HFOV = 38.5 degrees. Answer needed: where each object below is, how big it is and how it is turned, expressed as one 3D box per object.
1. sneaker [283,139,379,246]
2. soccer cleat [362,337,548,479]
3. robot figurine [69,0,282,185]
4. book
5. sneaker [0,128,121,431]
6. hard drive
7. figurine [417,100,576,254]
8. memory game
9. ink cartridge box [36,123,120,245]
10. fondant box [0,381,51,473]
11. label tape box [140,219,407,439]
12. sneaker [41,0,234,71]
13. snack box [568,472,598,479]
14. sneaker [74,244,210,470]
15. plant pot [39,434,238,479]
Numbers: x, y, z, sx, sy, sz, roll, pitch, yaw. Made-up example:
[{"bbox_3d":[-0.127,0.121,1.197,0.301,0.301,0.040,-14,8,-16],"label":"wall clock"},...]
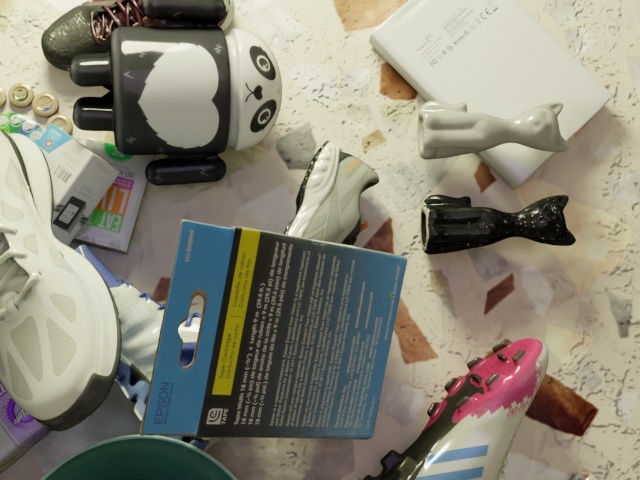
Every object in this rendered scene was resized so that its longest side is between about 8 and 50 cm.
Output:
[{"bbox_3d":[0.000,0.000,1.244,0.108,0.100,0.272,23,77,-5],"label":"sneaker"},{"bbox_3d":[0.197,0.275,1.203,0.331,0.116,0.143,-44,100,-10],"label":"soccer cleat"},{"bbox_3d":[-0.189,-0.199,1.223,0.278,0.209,0.174,-2,56,-13],"label":"robot figurine"},{"bbox_3d":[-0.295,-0.061,1.269,0.096,0.035,0.144,14,75,-5],"label":"book"},{"bbox_3d":[-0.398,0.005,1.019,0.169,0.257,0.448,-38,58,10],"label":"sneaker"},{"bbox_3d":[0.249,-0.252,1.346,0.203,0.040,0.307,-42,84,-11],"label":"hard drive"},{"bbox_3d":[0.243,-0.091,1.263,0.209,0.092,0.215,-2,88,0],"label":"figurine"},{"bbox_3d":[-0.436,-0.134,1.281,0.186,0.012,0.186,1,78,-5],"label":"memory game"},{"bbox_3d":[-0.363,-0.051,1.215,0.104,0.060,0.180,34,87,33],"label":"ink cartridge box"},{"bbox_3d":[-0.499,0.156,1.171,0.238,0.096,0.330,-39,84,-11],"label":"fondant box"},{"bbox_3d":[-0.068,0.108,1.101,0.333,0.106,0.241,11,90,-38],"label":"label tape box"},{"bbox_3d":[-0.258,-0.328,1.260,0.281,0.162,0.106,-19,80,-9],"label":"sneaker"},{"bbox_3d":[0.405,0.377,1.208,0.178,0.064,0.022,45,76,6],"label":"snack box"},{"bbox_3d":[-0.197,0.126,1.196,0.182,0.127,0.316,-35,89,-14],"label":"sneaker"},{"bbox_3d":[-0.226,0.383,1.072,0.290,0.195,0.290,5,72,-17],"label":"plant pot"}]
